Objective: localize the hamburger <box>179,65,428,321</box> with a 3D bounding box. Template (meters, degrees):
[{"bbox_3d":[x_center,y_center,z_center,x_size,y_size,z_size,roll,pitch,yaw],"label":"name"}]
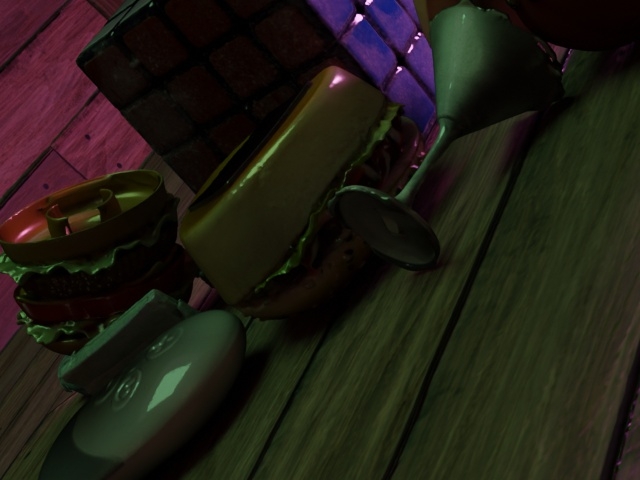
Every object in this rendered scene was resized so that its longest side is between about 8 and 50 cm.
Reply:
[{"bbox_3d":[-0.015,-0.044,1.482,0.300,0.176,0.300,-45,13,14],"label":"hamburger"}]

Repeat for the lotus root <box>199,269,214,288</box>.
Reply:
[{"bbox_3d":[-0.115,0.000,1.886,0.113,0.088,0.192,-58,4,40],"label":"lotus root"}]

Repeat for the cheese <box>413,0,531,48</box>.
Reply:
[{"bbox_3d":[0.192,-0.361,1.555,0.128,0.316,0.259,17,60,35],"label":"cheese"}]

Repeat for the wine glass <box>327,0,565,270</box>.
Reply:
[{"bbox_3d":[0.116,-0.095,1.304,0.232,0.156,0.156,-56,15,-23],"label":"wine glass"}]

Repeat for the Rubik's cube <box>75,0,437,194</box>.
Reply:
[{"bbox_3d":[-0.040,-0.261,1.768,0.344,0.344,0.337,-24,24,37],"label":"Rubik's cube"}]

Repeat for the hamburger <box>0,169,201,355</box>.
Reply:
[{"bbox_3d":[-0.300,0.045,1.888,0.274,0.212,0.274,-15,20,6],"label":"hamburger"}]

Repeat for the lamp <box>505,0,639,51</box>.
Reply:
[{"bbox_3d":[0.260,-0.288,1.273,0.227,0.227,0.227,-44,13,13],"label":"lamp"}]

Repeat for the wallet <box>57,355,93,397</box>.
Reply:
[{"bbox_3d":[-0.320,0.164,2.097,0.176,0.075,0.250,-55,15,-14],"label":"wallet"}]

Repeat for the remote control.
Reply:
[{"bbox_3d":[-0.203,0.199,1.532,0.332,0.103,0.221,-43,11,27],"label":"remote control"}]

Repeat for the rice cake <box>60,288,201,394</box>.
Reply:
[{"bbox_3d":[-0.231,0.140,1.765,0.211,0.124,0.038,-43,29,35],"label":"rice cake"}]
